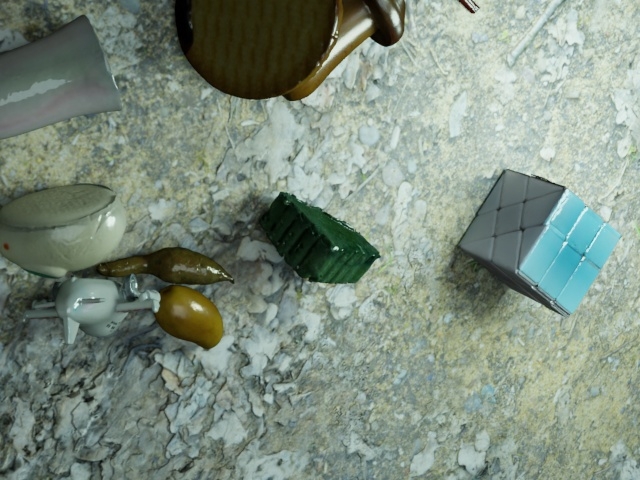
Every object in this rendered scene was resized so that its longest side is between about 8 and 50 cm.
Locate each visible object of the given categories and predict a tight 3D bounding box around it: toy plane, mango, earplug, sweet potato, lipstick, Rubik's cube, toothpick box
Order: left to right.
[{"bbox_3d":[-0.506,-0.250,1.577,0.301,0.172,0.172,-22,115,-12],"label":"earplug"},{"bbox_3d":[-0.413,0.120,1.692,0.252,0.252,0.118,-4,87,-27],"label":"toy plane"},{"bbox_3d":[-0.298,0.047,1.820,0.269,0.075,0.075,4,104,-19],"label":"sweet potato"},{"bbox_3d":[-0.255,0.155,1.866,0.102,0.085,0.184,-51,127,-4],"label":"mango"},{"bbox_3d":[0.021,-0.403,1.785,0.294,0.192,0.192,-37,119,-5],"label":"toothpick box"},{"bbox_3d":[0.275,-0.534,1.966,0.176,0.027,0.027,37,87,-33],"label":"lipstick"},{"bbox_3d":[0.493,0.002,2.131,0.224,0.221,0.231,33,89,-32],"label":"Rubik's cube"}]

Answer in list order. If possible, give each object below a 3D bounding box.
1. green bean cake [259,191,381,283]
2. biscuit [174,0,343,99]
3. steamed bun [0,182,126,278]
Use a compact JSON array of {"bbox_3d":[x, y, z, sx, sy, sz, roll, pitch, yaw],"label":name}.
[{"bbox_3d":[0.000,0.000,1.926,0.208,0.193,0.107,7,123,-53],"label":"green bean cake"},{"bbox_3d":[-0.113,-0.410,1.677,0.318,0.040,0.318,3,99,17],"label":"biscuit"},{"bbox_3d":[-0.456,-0.013,1.655,0.228,0.177,0.131,-16,120,-25],"label":"steamed bun"}]
